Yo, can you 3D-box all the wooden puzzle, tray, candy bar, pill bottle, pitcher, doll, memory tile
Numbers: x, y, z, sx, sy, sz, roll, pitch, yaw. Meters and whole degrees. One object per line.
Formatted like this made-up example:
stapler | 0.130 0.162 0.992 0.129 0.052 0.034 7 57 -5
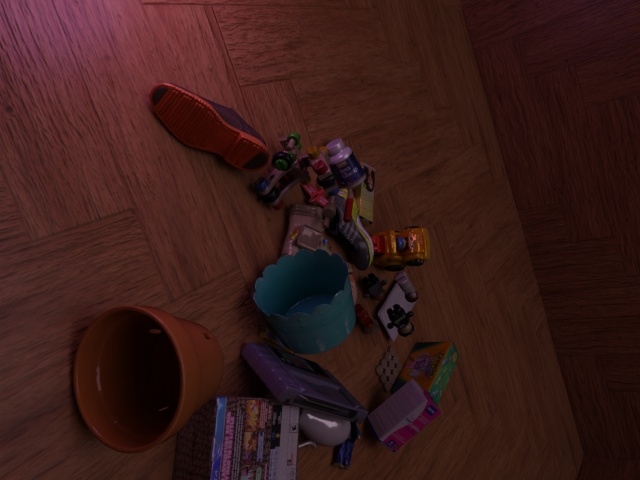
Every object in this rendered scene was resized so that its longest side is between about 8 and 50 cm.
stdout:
wooden puzzle | -0.036 -0.006 1.626 0.116 0.014 0.078 31 68 -13
tray | 0.298 0.256 2.068 0.270 0.030 0.145 -50 118 -43
candy bar | -0.123 0.298 1.574 0.161 0.018 0.040 39 54 -37
pill bottle | 0.085 -0.277 1.890 0.169 0.094 0.094 56 45 -24
pitcher | -0.023 0.558 1.570 0.207 0.126 0.177 33 78 -29
doll | 0.085 0.640 1.718 0.129 0.046 0.188 38 55 -39
memory tile | 0.258 0.480 1.984 0.148 0.012 0.113 -44 115 -44

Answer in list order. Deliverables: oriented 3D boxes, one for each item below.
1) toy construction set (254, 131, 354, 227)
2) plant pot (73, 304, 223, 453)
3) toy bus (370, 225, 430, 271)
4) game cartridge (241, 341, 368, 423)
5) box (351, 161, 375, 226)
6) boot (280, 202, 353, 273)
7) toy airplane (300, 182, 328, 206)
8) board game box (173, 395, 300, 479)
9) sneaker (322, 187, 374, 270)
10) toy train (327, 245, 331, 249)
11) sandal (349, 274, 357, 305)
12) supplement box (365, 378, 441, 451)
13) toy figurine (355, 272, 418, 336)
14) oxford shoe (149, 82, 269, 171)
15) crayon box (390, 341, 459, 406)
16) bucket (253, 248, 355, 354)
toy construction set | -0.024 -0.208 1.619 0.309 0.257 0.237 34 44 -21
plant pot | -0.346 0.282 1.136 0.203 0.291 0.290 11 73 -65
toy bus | 0.261 0.020 1.943 0.212 0.220 0.149 13 69 -41
game cartridge | -0.041 0.401 1.497 0.355 0.230 0.068 32 97 -42
box | 0.155 -0.172 1.977 0.087 0.058 0.232 22 66 -45
boot | 0.000 0.000 1.708 0.262 0.095 0.203 17 66 -27
toy airplane | 0.000 -0.163 1.780 0.151 0.028 0.151 8 62 -15
board game box | -0.202 0.515 1.335 0.291 0.141 0.231 21 66 -45
sneaker | 0.087 -0.026 1.844 0.121 0.111 0.299 -28 98 -38
toy train | 0.006 0.029 1.782 0.083 0.024 0.017 -9 89 -50
sandal | 0.073 0.215 1.777 0.265 0.076 0.101 -51 120 -43
supplement box | 0.284 0.602 1.815 0.220 0.114 0.111 -43 124 4
toy figurine | 0.238 0.229 1.868 0.148 0.213 0.209 55 42 -39
oxford shoe | -0.304 -0.323 1.454 0.364 0.130 0.132 33 28 -36
crayon box | 0.407 0.510 2.032 0.278 0.166 0.081 -47 117 -44
bucket | -0.035 0.174 1.504 0.281 0.281 0.183 -56 141 -40
